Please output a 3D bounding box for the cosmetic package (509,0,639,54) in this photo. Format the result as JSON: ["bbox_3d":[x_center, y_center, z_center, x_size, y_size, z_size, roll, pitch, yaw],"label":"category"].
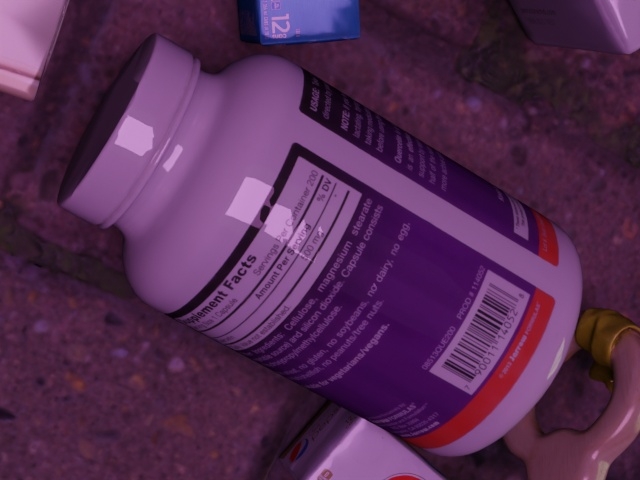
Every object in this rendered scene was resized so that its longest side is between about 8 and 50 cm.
[{"bbox_3d":[0.154,-0.372,0.864,0.230,0.161,0.453,-32,107,-7],"label":"cosmetic package"}]

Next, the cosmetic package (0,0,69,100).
[{"bbox_3d":[-0.300,-0.187,0.779,0.309,0.160,0.113,18,96,-16],"label":"cosmetic package"}]

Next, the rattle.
[{"bbox_3d":[0.197,0.161,0.998,0.143,0.130,0.200,45,53,-52],"label":"rattle"}]

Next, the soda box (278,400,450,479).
[{"bbox_3d":[0.074,0.207,1.001,0.216,0.069,0.074,42,87,-19],"label":"soda box"}]

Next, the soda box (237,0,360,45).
[{"bbox_3d":[-0.020,-0.237,0.892,0.071,0.067,0.210,-6,102,-14],"label":"soda box"}]

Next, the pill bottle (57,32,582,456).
[{"bbox_3d":[0.000,0.000,0.883,0.323,0.181,0.181,30,92,-18],"label":"pill bottle"}]
